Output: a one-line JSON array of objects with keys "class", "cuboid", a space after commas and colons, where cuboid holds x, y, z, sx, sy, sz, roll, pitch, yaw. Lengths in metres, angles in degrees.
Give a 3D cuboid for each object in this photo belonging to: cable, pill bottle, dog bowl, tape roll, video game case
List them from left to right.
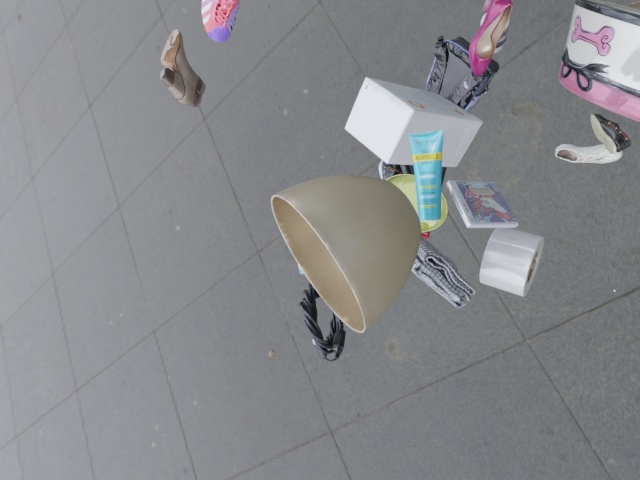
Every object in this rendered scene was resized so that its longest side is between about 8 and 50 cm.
[{"class": "cable", "cuboid": [0.005, 0.154, 0.944, 0.047, 0.151, 0.184, -22, 30, 26]}, {"class": "video game case", "cuboid": [0.529, -0.120, 1.447, 0.023, 0.201, 0.184, 119, 144, -50]}, {"class": "pill bottle", "cuboid": [0.719, -0.857, 1.827, 0.107, 0.180, 0.108, -2, 83, 20]}, {"class": "tape roll", "cuboid": [0.747, 0.078, 1.728, 0.169, 0.246, 0.246, 18, 95, 33]}, {"class": "dog bowl", "cuboid": [0.645, -0.319, 0.819, 0.408, 0.408, 0.150, 38, 132, 31]}]

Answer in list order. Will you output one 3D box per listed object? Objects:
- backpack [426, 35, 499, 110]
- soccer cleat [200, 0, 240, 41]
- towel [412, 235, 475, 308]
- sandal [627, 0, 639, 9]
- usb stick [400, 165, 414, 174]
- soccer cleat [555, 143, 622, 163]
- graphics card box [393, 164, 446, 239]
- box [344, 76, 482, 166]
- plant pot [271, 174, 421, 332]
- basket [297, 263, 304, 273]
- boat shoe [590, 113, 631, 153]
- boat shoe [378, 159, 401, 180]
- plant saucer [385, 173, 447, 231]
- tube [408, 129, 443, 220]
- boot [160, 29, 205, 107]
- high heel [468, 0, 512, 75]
[{"class": "backpack", "cuboid": [0.568, -0.661, 1.812, 0.276, 0.213, 0.263, 49, 138, 22]}, {"class": "soccer cleat", "cuboid": [-0.275, -0.695, 1.266, 0.318, 0.108, 0.117, 123, 139, -51]}, {"class": "towel", "cuboid": [0.425, 0.101, 1.634, 0.121, 0.283, 0.235, -49, 22, 9]}, {"class": "sandal", "cuboid": [0.898, -0.550, 1.145, 0.088, 0.079, 0.240, -47, 38, 25]}, {"class": "usb stick", "cuboid": [0.369, -0.254, 1.761, 0.077, 0.045, 0.278, -19, 94, -12]}, {"class": "soccer cleat", "cuboid": [0.893, -0.286, 1.482, 0.196, 0.076, 0.068, 13, 129, 35]}, {"class": "graphics card box", "cuboid": [0.410, -0.199, 1.993, 0.232, 0.094, 0.371, 16, 79, 2]}, {"class": "box", "cuboid": [0.286, -0.351, 1.347, 0.215, 0.345, 0.168, 49, 129, 35]}, {"class": "plant pot", "cuboid": [0.067, -0.006, 0.795, 0.191, 0.284, 0.284, -33, 62, -13]}, {"class": "basket", "cuboid": [0.000, 0.000, 1.702, 0.289, 0.201, 0.255, 109, 172, -49]}, {"class": "boat shoe", "cuboid": [0.676, -0.255, 1.037, 0.042, 0.049, 0.133, -20, 45, 17]}, {"class": "boat shoe", "cuboid": [0.264, -0.246, 1.631, 0.083, 0.065, 0.183, -43, 36, 50]}, {"class": "plant saucer", "cuboid": [0.311, -0.131, 1.488, 0.240, 0.241, 0.037, 2, 42, 34]}, {"class": "tube", "cuboid": [0.255, -0.151, 1.047, 0.080, 0.052, 0.207, -3, 100, 16]}, {"class": "boot", "cuboid": [-0.244, -0.305, 0.801, 0.042, 0.087, 0.119, 1, 74, 33]}, {"class": "high heel", "cuboid": [0.526, -0.616, 1.357, 0.117, 0.082, 0.244, -102, 15, -50]}]
